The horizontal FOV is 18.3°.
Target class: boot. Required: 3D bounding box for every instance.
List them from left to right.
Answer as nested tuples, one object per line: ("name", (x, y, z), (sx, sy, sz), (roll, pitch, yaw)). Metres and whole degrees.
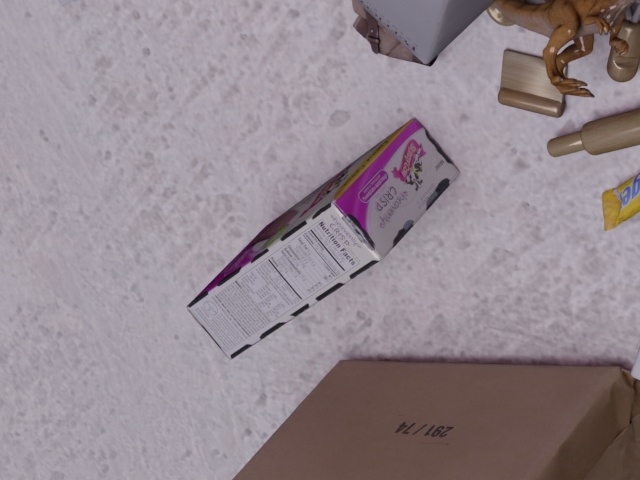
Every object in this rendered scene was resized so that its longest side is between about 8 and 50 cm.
("boot", (0.069, -0.203, 1.706), (0.087, 0.042, 0.118), (32, 135, 17))

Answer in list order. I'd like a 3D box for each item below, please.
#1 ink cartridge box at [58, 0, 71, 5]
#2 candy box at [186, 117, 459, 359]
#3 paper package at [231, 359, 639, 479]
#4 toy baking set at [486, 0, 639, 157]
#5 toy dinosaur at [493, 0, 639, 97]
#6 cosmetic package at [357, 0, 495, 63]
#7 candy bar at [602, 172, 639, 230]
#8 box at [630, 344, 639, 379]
("ink cartridge box", (-0.230, -0.307, 1.825), (0.109, 0.063, 0.150), (-25, 104, 42))
("candy box", (0.000, 0.000, 1.812), (0.071, 0.159, 0.233), (50, 133, -6))
("paper package", (0.100, 0.253, 1.813), (0.324, 0.309, 0.168), (-1, 119, 36))
("toy baking set", (0.239, -0.165, 1.625), (0.256, 0.030, 0.197), (-8, 114, 38))
("toy dinosaur", (0.198, -0.176, 1.607), (0.211, 0.064, 0.112), (2, 83, 47))
("cosmetic package", (0.062, -0.275, 1.403), (0.217, 0.156, 0.385), (44, 176, 5))
("candy bar", (0.293, -0.059, 1.659), (0.018, 0.040, 0.161), (22, 141, -28))
("box", (0.374, 0.054, 1.621), (0.181, 0.119, 0.182), (25, 131, 18))
